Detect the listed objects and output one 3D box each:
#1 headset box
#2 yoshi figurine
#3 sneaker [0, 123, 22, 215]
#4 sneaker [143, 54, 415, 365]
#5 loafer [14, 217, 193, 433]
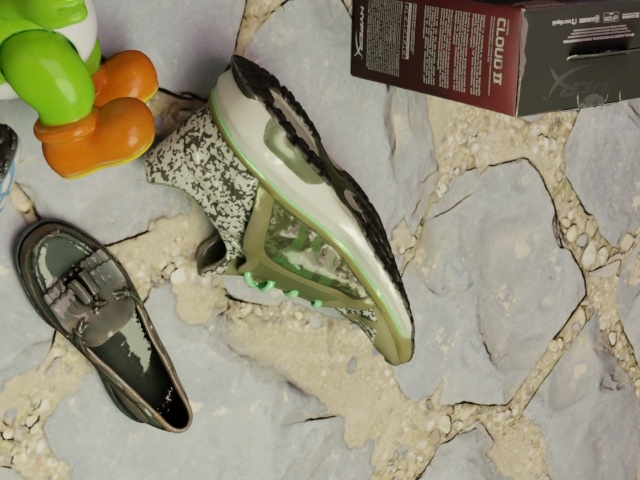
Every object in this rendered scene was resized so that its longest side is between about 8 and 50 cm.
[{"bbox_3d":[0.205,-0.212,1.264,0.218,0.293,0.110,-12,112,-34],"label":"headset box"},{"bbox_3d":[-0.236,-0.247,0.994,0.203,0.203,0.362,-52,128,-32],"label":"yoshi figurine"},{"bbox_3d":[-0.329,0.005,1.075,0.237,0.085,0.086,-68,159,-5],"label":"sneaker"},{"bbox_3d":[-0.039,-0.002,1.272,0.182,0.158,0.410,-28,121,13],"label":"sneaker"},{"bbox_3d":[-0.202,0.089,1.187,0.096,0.084,0.267,-42,126,-19],"label":"loafer"}]
